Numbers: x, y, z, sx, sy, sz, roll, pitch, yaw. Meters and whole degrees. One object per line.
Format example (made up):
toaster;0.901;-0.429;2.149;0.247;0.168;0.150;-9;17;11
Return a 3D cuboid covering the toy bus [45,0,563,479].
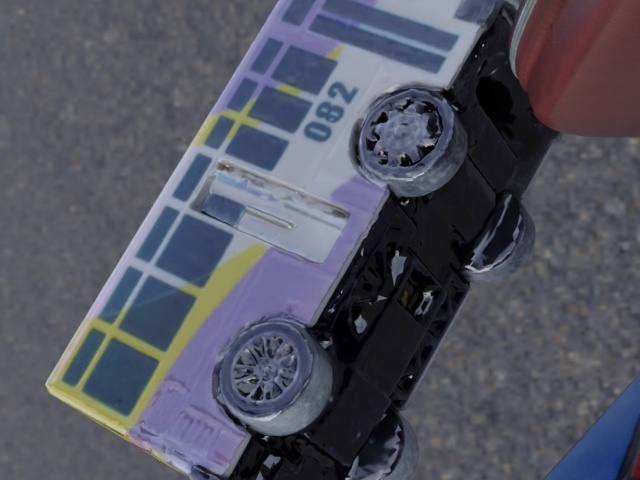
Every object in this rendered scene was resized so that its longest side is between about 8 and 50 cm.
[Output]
toy bus;0.000;0.000;1.248;0.249;0.209;0.440;23;78;34

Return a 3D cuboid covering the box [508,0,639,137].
box;0.259;-0.162;0.956;0.404;0.263;0.108;105;158;-77

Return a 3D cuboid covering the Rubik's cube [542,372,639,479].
Rubik's cube;0.304;0.266;1.019;0.310;0.305;0.307;44;175;-9
